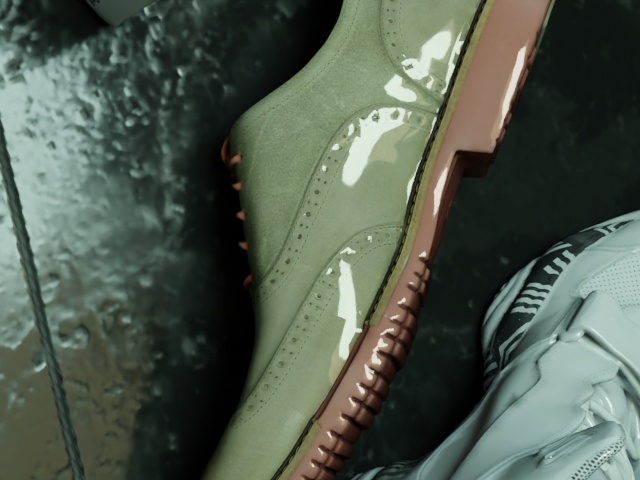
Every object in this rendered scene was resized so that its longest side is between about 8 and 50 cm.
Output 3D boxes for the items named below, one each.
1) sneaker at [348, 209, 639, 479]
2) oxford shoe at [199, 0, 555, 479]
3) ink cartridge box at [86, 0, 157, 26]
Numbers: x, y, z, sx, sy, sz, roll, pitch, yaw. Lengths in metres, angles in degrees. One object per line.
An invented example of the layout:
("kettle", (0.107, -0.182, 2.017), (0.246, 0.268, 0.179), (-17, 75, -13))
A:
("sneaker", (0.146, 0.112, 0.742), (0.366, 0.210, 0.137), (-42, 106, -23))
("oxford shoe", (0.000, 0.000, 0.751), (0.130, 0.123, 0.348), (24, 78, 6))
("ink cartridge box", (-0.038, -0.211, 0.703), (0.087, 0.153, 0.208), (48, 67, -15))
